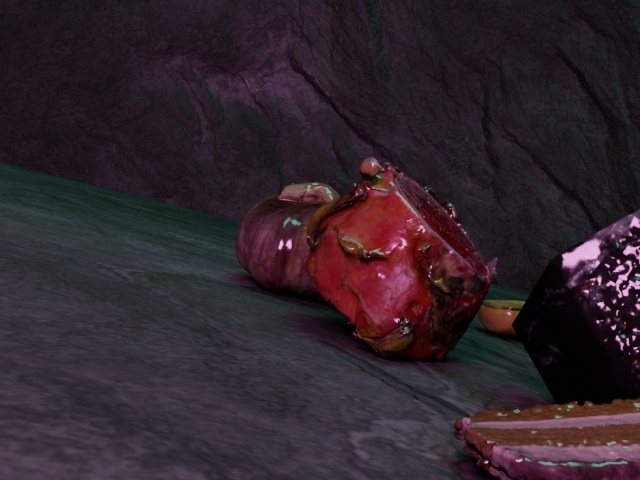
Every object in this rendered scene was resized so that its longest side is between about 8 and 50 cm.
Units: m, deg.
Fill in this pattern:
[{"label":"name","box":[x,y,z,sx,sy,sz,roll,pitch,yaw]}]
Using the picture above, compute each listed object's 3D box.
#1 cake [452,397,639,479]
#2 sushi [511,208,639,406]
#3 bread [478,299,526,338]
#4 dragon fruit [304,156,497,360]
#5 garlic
[{"label":"cake","box":[0.232,0.129,0.458,0.295,0.112,0.116,8,2,-5]},{"label":"sushi","box":[0.325,0.069,0.636,0.227,0.212,0.215,-21,-26,-10]},{"label":"bread","box":[0.300,0.123,1.184,0.115,0.056,0.082,5,4,-38]},{"label":"dragon fruit","box":[0.091,0.006,0.847,0.211,0.147,0.282,30,23,-10]},{"label":"garlic","box":[0.000,0.000,1.088,0.245,0.160,0.245,15,3,-1]}]
